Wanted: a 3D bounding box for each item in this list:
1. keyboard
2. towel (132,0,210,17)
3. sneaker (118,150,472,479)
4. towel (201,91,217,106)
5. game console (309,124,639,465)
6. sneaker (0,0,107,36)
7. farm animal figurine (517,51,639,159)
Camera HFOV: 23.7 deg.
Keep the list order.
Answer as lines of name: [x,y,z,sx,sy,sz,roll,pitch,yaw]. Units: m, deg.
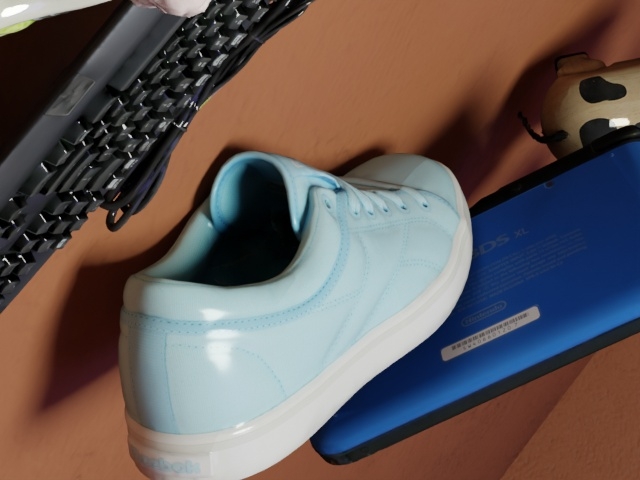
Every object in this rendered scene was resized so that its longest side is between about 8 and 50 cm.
keyboard: [-0.073,-0.071,0.710,0.317,0.033,0.201,-46,175,18]
towel: [-0.030,-0.272,0.345,0.332,0.053,0.317,-52,129,-7]
sneaker: [0.000,0.000,0.959,0.366,0.135,0.150,-47,139,-53]
towel: [-0.075,-0.089,0.811,0.060,0.009,0.083,-47,158,-17]
game console: [0.143,0.058,1.130,0.293,0.250,0.173,-27,129,14]
sneaker: [-0.064,-0.158,0.520,0.385,0.147,0.145,-44,156,-29]
farm animal figurine: [0.315,-0.149,1.245,0.327,0.330,0.172,-30,-170,13]
